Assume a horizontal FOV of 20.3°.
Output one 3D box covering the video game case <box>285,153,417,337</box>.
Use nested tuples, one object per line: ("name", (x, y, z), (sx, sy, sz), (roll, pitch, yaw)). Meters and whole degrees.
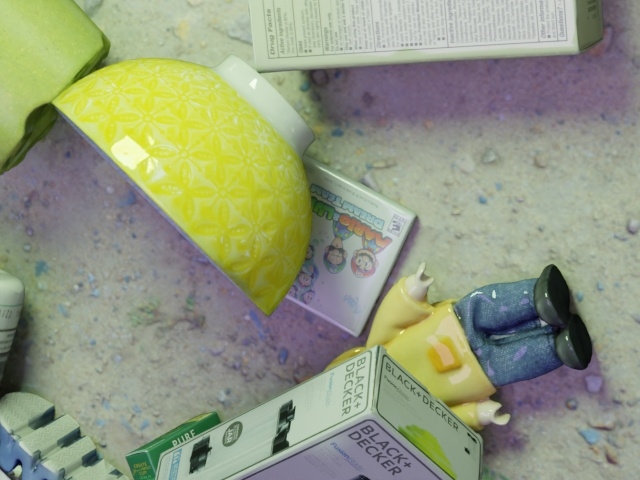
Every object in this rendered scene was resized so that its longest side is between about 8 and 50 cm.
("video game case", (0.000, 0.000, 1.789), (0.157, 0.019, 0.143), (28, 110, 12))

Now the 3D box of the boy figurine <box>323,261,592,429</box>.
("boy figurine", (0.112, 0.109, 1.734), (0.285, 0.092, 0.177), (-19, 102, 20))

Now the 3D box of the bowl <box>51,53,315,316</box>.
("bowl", (-0.098, -0.081, 1.682), (0.289, 0.289, 0.156), (45, 87, 6))

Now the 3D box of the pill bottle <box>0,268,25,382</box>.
("pill bottle", (-0.449, 0.188, 1.855), (0.204, 0.204, 0.361), (17, 93, 16))

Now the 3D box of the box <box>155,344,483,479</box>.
("box", (-0.006, 0.231, 1.727), (0.290, 0.087, 0.169), (-28, 123, 29))

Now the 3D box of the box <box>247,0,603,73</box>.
("box", (0.094, -0.238, 1.647), (0.311, 0.121, 0.148), (0, 102, 20))

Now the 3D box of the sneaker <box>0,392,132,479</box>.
("sneaker", (-0.269, 0.330, 1.914), (0.315, 0.127, 0.182), (44, 116, 14))

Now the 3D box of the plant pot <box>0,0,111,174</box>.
("plant pot", (-0.358, -0.207, 1.764), (0.254, 0.276, 0.276), (41, 112, -4))

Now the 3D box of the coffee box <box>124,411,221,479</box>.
("coffee box", (-0.121, 0.281, 1.845), (0.040, 0.113, 0.184), (-18, 97, 44))
